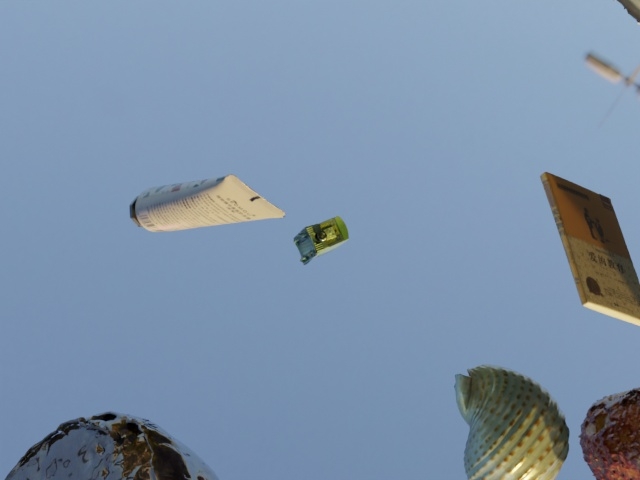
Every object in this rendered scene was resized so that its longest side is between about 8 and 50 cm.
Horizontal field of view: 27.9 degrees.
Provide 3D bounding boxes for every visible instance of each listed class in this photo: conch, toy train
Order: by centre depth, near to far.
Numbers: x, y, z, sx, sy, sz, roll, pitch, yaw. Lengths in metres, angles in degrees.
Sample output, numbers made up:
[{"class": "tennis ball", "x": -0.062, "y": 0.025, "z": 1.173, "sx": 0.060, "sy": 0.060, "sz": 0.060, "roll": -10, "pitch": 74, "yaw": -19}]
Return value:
[{"class": "toy train", "x": 0.000, "y": 0.000, "z": 1.578, "sx": 0.056, "sy": 0.093, "sz": 0.038, "roll": -22, "pitch": -95, "yaw": -14}, {"class": "conch", "x": 0.260, "y": 0.255, "z": 1.699, "sx": 0.172, "sy": 0.131, "sz": 0.200, "roll": -34, "pitch": -67, "yaw": -37}]

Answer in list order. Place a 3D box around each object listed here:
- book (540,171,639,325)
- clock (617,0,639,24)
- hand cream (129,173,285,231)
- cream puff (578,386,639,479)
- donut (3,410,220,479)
[{"class": "book", "x": 0.303, "y": 0.010, "z": 1.415, "sx": 0.118, "sy": 0.012, "sz": 0.172, "roll": 18, "pitch": -133, "yaw": -38}, {"class": "clock", "x": 0.177, "y": -0.188, "z": 0.754, "sx": 0.325, "sy": 0.067, "sz": 0.325, "roll": 39, "pitch": -161, "yaw": -16}, {"class": "hand cream", "x": -0.157, "y": -0.046, "z": 1.644, "sx": 0.095, "sy": 0.276, "sz": 0.059, "roll": 37, "pitch": -114, "yaw": -31}, {"class": "cream puff", "x": 0.482, "y": 0.294, "z": 1.787, "sx": 0.240, "sy": 0.240, "sz": 0.164, "roll": 8, "pitch": -127, "yaw": -24}, {"class": "donut", "x": -0.210, "y": 0.301, "z": 1.109, "sx": 0.136, "sy": 0.345, "sz": 0.259, "roll": 30, "pitch": -170, "yaw": -34}]
